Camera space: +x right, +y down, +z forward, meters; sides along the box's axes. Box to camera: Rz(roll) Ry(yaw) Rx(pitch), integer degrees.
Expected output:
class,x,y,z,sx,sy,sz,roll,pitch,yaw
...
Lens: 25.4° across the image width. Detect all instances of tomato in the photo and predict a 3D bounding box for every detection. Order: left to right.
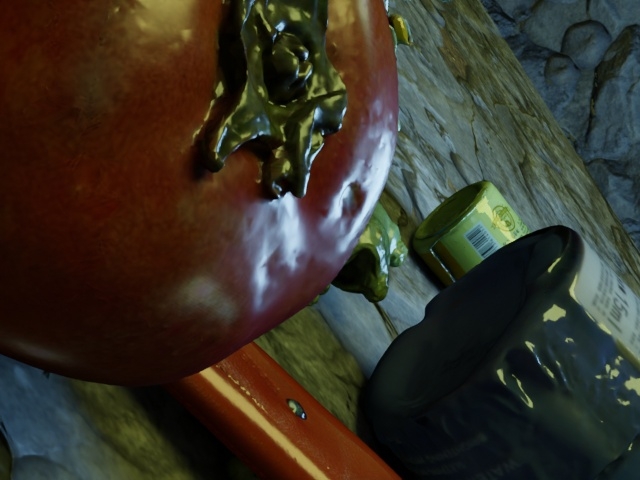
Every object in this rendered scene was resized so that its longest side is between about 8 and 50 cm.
class,x,y,z,sx,sy,sz,roll,pitch,yaw
tomato,-0.126,-0.086,0.779,0.293,0.290,0.325,14,80,-51

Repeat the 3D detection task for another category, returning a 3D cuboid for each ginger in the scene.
class,x,y,z,sx,sy,sz,roll,pitch,yaw
ginger,0.002,-0.002,1.273,0.290,0.089,0.137,6,59,-67

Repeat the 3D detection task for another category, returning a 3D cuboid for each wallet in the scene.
class,x,y,z,sx,sy,sz,roll,pitch,yaw
wallet,-0.029,0.125,0.980,0.204,0.045,0.142,43,13,-1

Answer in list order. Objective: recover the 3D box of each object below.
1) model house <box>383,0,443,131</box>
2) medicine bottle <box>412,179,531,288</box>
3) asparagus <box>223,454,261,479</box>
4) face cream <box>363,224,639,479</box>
class,x,y,z,sx,sy,sz,roll,pitch,yaw
model house,0.022,-0.259,1.337,0.313,0.358,0.242,50,18,-7
medicine bottle,0.218,0.053,1.638,0.239,0.124,0.124,51,19,-10
asparagus,-0.028,0.171,0.999,0.108,0.025,0.021,31,18,-48
face cream,0.189,0.142,1.222,0.225,0.249,0.249,48,20,-10
